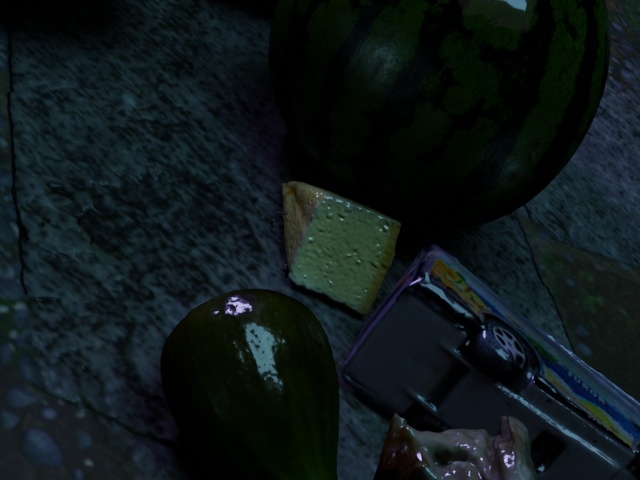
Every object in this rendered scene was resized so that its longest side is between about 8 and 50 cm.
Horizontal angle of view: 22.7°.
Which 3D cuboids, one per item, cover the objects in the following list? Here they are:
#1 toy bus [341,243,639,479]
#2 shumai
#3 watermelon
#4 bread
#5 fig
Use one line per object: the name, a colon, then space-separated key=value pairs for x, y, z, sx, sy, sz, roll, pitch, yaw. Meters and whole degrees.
toy bus: x=0.174 y=0.137 z=1.196 sx=0.317 sy=0.112 sz=0.138 roll=38 pitch=23 yaw=-4
shumai: x=0.093 y=0.205 z=1.017 sx=0.120 sy=0.201 sz=0.201 roll=-10 pitch=43 yaw=3
watermelon: x=0.098 y=-0.159 z=1.326 sx=0.285 sy=0.285 sz=0.285 roll=26 pitch=35 yaw=-20
bread: x=0.000 y=0.000 z=1.267 sx=0.084 sy=0.080 sz=0.109 roll=23 pitch=1 yaw=-23
fig: x=-0.034 y=0.120 z=1.020 sx=0.117 sy=0.117 sz=0.177 roll=-5 pitch=69 yaw=-47
